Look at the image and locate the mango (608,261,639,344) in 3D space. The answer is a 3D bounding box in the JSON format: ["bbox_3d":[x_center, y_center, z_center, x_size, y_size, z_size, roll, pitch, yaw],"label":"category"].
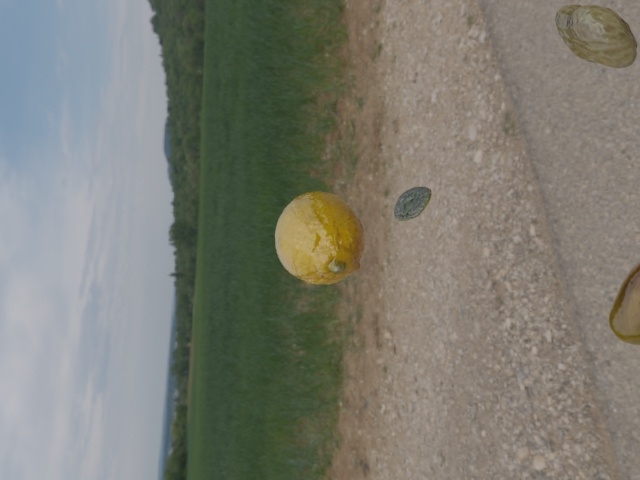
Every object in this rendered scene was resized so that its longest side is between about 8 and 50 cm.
[{"bbox_3d":[0.484,0.094,0.803,0.111,0.090,0.163,-66,-11,-57],"label":"mango"}]

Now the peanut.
[{"bbox_3d":[0.659,-0.500,1.330,0.110,0.197,0.233,-56,19,16],"label":"peanut"}]

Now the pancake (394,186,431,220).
[{"bbox_3d":[0.211,-0.085,1.278,0.108,0.017,0.108,-34,31,24],"label":"pancake"}]

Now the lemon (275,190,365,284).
[{"bbox_3d":[0.000,0.000,0.857,0.187,0.143,0.142,-116,31,-60],"label":"lemon"}]
